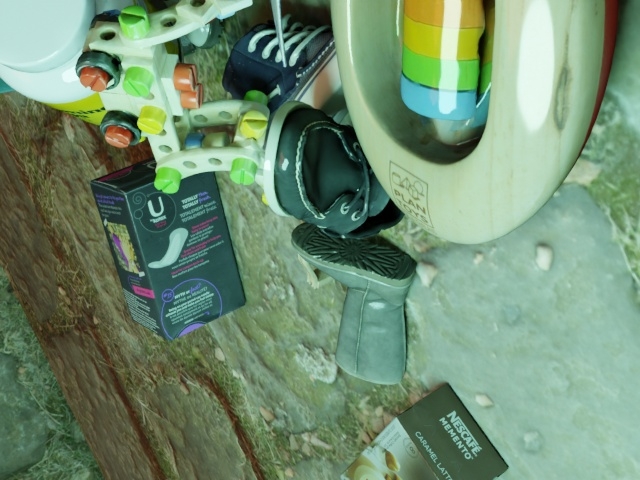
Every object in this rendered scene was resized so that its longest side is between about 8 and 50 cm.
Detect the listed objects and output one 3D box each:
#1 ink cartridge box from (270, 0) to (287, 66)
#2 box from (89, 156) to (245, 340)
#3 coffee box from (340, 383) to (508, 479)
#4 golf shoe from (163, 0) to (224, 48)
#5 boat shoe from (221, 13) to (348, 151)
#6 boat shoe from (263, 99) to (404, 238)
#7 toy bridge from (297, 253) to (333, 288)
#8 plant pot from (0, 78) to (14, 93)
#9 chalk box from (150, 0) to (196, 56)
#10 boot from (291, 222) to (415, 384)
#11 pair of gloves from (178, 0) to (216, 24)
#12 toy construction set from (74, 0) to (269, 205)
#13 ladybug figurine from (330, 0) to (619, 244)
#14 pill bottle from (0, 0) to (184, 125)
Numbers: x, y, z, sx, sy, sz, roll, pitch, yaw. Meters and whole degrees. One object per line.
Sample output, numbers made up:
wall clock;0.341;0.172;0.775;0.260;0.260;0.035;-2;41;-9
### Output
ink cartridge box;-0.036;-0.373;0.992;0.303;0.072;0.307;-100;1;-60
box;-0.254;0.005;1.653;0.143;0.165;0.270;19;127;51
coffee box;0.135;0.321;1.353;0.141;0.098;0.246;54;148;16
golf shoe;-0.229;-0.387;1.372;0.105;0.120;0.273;-14;101;58
boat shoe;-0.025;-0.214;1.171;0.158;0.127;0.340;53;149;4
boat shoe;0.030;-0.064;1.085;0.113;0.127;0.340;12;170;15
toy bridge;0.000;0.000;1.359;0.026;0.063;0.188;46;145;29
plant pot;-0.528;-0.427;1.630;0.341;0.341;0.334;1;104;57
chalk box;-0.323;-0.308;1.478;0.132;0.213;0.132;3;114;57
boot;0.040;0.087;1.330;0.190;0.076;0.208;26;141;20
pair of gloves;-0.131;-0.358;1.213;0.198;0.023;0.159;-25;128;28
toy construction set;-0.140;-0.172;1.087;0.215;0.151;0.327;6;136;8
ladybug figurine;0.144;-0.201;0.890;0.305;0.162;0.449;37;140;40
pill bottle;-0.300;-0.252;1.218;0.188;0.188;0.334;61;-174;6
